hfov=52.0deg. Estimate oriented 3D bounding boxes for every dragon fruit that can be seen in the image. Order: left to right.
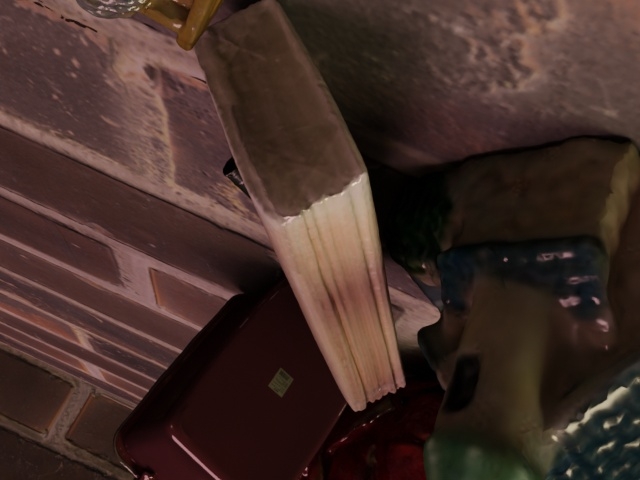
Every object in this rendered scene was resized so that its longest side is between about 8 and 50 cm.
[{"bbox_3d":[0.129,0.324,0.848,0.329,0.329,0.329,20,154,10],"label":"dragon fruit"}]

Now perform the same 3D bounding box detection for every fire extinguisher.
[{"bbox_3d":[-0.057,-0.047,0.620,0.083,0.025,0.038,44,-178,-34],"label":"fire extinguisher"}]

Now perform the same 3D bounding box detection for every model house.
[{"bbox_3d":[0.166,0.127,0.470,0.243,0.284,0.298,-9,139,43],"label":"model house"}]

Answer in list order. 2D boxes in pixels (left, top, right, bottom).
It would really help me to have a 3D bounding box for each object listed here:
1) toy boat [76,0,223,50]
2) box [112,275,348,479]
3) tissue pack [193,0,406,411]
[{"bbox_3d":[-0.064,-0.188,0.248,0.089,0.121,0.321,32,155,-1],"label":"toy boat"},{"bbox_3d":[-0.083,0.189,0.791,0.193,0.294,0.167,43,143,-6],"label":"box"},{"bbox_3d":[0.000,0.000,0.508,0.071,0.170,0.325,-24,147,-3],"label":"tissue pack"}]
